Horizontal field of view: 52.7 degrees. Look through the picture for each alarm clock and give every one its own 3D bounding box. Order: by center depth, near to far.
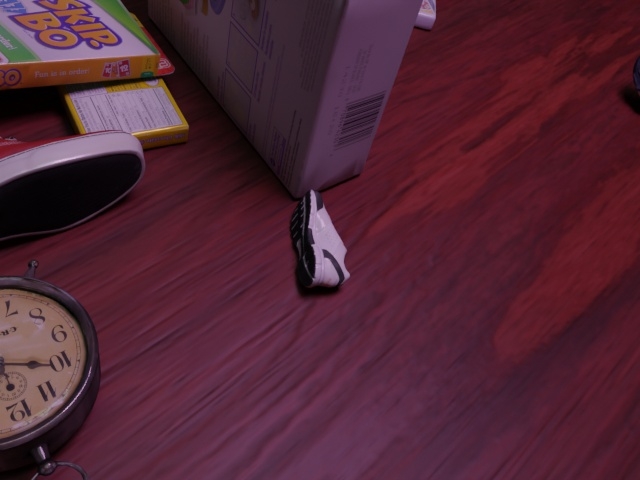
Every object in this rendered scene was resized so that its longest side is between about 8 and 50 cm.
[{"bbox_3d":[-0.211,0.107,0.443,0.129,0.064,0.192,-23,59,-29],"label":"alarm clock"}]

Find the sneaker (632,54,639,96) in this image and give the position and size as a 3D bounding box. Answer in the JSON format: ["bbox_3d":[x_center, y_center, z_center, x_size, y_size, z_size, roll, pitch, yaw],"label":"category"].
[{"bbox_3d":[0.553,-0.188,0.878,0.282,0.110,0.122,24,32,1],"label":"sneaker"}]

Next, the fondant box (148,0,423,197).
[{"bbox_3d":[-0.059,-0.242,0.648,0.096,0.238,0.330,-25,62,-30],"label":"fondant box"}]

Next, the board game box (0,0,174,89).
[{"bbox_3d":[-0.283,-0.199,0.636,0.259,0.039,0.124,-15,55,-38],"label":"board game box"}]

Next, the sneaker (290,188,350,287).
[{"bbox_3d":[0.000,0.000,0.607,0.043,0.040,0.109,13,52,-27],"label":"sneaker"}]

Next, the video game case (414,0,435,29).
[{"bbox_3d":[0.057,-0.399,0.943,0.226,0.026,0.206,12,50,-6],"label":"video game case"}]

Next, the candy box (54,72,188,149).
[{"bbox_3d":[-0.226,-0.172,0.684,0.105,0.027,0.206,-17,58,-25],"label":"candy box"}]

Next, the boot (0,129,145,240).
[{"bbox_3d":[-0.292,-0.082,0.560,0.244,0.088,0.176,-22,59,-25],"label":"boot"}]
